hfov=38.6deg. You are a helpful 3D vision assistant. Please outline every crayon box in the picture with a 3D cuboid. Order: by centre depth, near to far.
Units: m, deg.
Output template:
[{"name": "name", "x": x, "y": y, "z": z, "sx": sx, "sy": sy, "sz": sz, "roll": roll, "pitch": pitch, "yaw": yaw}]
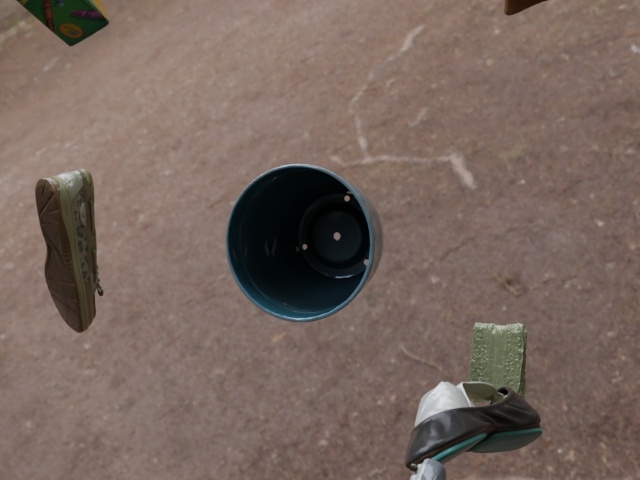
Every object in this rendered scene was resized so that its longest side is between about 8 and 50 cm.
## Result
[{"name": "crayon box", "x": -0.443, "y": -0.459, "z": 1.421, "sx": 0.081, "sy": 0.165, "sz": 0.278, "roll": -29, "pitch": 69, "yaw": 7}]

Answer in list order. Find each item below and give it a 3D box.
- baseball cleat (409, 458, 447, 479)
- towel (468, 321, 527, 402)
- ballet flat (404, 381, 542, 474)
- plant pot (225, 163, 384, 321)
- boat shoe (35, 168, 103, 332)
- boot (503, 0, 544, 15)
[{"name": "baseball cleat", "x": 0.120, "y": 0.308, "z": 0.846, "sx": 0.109, "sy": 0.072, "sz": 0.206, "roll": 3, "pitch": 62, "yaw": 19}, {"name": "towel", "x": 0.322, "y": 0.223, "z": 1.659, "sx": 0.110, "sy": 0.027, "sz": 0.148, "roll": -1, "pitch": 83, "yaw": 31}, {"name": "ballet flat", "x": 0.177, "y": 0.228, "z": 1.143, "sx": 0.095, "sy": 0.280, "sz": 0.096, "roll": -42, "pitch": 62, "yaw": 27}, {"name": "plant pot", "x": 0.000, "y": 0.000, "z": 1.683, "sx": 0.271, "sy": 0.272, "sz": 0.255, "roll": -20, "pitch": -4, "yaw": 18}, {"name": "boat shoe", "x": -0.409, "y": 0.022, "z": 1.549, "sx": 0.104, "sy": 0.285, "sz": 0.089, "roll": 22, "pitch": 33, "yaw": 38}, {"name": "boot", "x": 0.290, "y": -0.485, "z": 1.434, "sx": 0.264, "sy": 0.280, "sz": 0.096, "roll": -29, "pitch": 49, "yaw": -14}]
